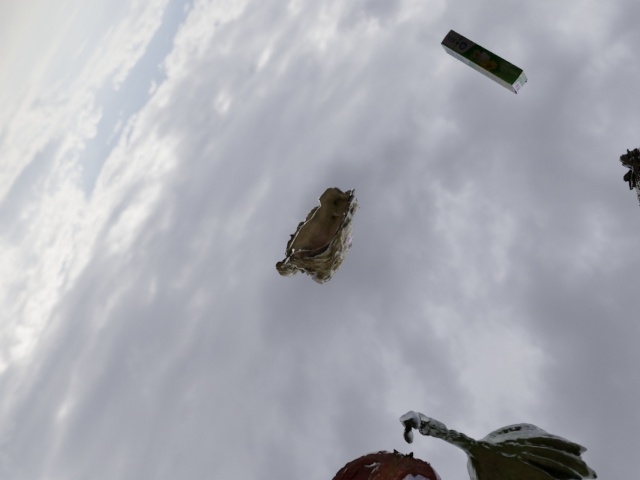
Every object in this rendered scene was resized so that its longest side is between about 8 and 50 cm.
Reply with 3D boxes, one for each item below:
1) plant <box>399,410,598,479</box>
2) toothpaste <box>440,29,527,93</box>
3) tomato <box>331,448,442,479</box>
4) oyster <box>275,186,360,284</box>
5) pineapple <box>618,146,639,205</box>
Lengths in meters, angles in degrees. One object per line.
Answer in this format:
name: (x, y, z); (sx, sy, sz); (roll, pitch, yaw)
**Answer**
plant: (0.247, 0.282, 0.908); (0.180, 0.333, 0.251); (-42, -170, -4)
toothpaste: (0.309, -0.340, 1.231); (0.178, 0.043, 0.037); (42, -78, 29)
tomato: (0.101, 0.401, 0.947); (0.189, 0.099, 0.173); (-5, -147, 47)
oyster: (0.000, 0.000, 1.053); (0.191, 0.081, 0.163); (-26, -139, 34)
pineapple: (0.564, -0.109, 1.118); (0.074, 0.074, 0.159); (-39, -155, 26)
